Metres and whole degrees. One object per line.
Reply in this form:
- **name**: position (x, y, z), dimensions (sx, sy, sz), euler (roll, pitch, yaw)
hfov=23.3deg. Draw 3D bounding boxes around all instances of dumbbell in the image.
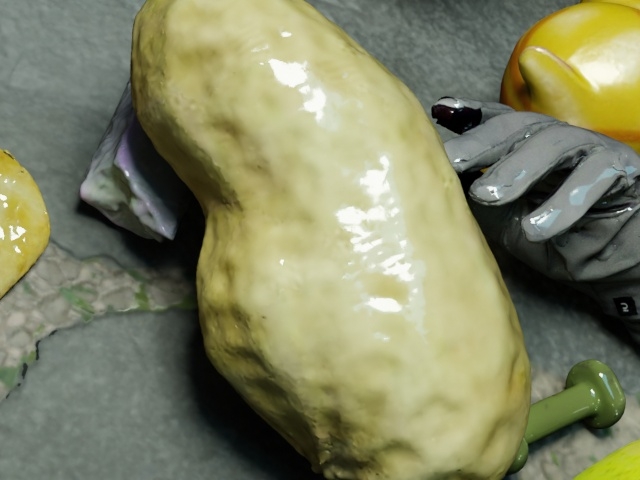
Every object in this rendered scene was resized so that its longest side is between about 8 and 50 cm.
- **dumbbell**: position (0.159, 0.123, 1.088), dimensions (0.118, 0.046, 0.052), euler (-20, 76, -32)

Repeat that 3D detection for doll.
- **doll**: position (0.250, -0.140, 1.217), dimensions (0.162, 0.166, 0.269), euler (24, 45, 22)

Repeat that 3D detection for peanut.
- **peanut**: position (0.000, 0.000, 0.988), dimensions (0.192, 0.169, 0.387), euler (-24, 89, -8)

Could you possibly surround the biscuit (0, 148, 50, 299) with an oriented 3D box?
- **biscuit**: position (-0.268, 0.022, 0.968), dimensions (0.118, 0.029, 0.247), euler (38, 53, 1)

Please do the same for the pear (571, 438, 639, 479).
- **pear**: position (0.272, 0.264, 0.856), dimensions (0.391, 0.391, 0.391), euler (11, 57, -18)

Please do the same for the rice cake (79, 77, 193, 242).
- **rice cake**: position (-0.084, -0.159, 1.136), dimensions (0.070, 0.064, 0.399), euler (34, 51, -20)

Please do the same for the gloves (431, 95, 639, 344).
- **gloves**: position (0.174, -0.019, 1.110), dimensions (0.285, 0.142, 0.119), euler (32, 56, -36)
